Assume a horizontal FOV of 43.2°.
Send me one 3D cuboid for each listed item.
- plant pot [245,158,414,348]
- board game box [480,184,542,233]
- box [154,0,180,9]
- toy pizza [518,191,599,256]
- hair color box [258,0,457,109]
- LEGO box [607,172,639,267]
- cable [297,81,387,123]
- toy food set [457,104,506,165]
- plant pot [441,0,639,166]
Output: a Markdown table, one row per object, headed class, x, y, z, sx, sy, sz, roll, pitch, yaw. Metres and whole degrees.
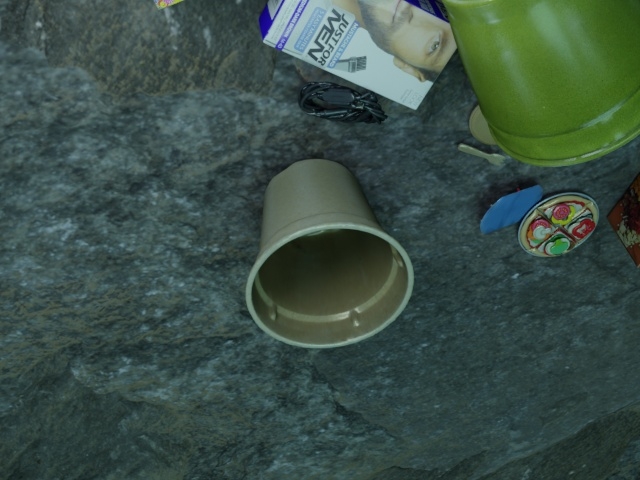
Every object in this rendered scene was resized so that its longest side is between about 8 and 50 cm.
| class | x | y | z | sx | sy | sz | roll | pitch | yaw |
| --- | --- | --- | --- | --- | --- | --- | --- | --- | --- |
| plant pot | 0.000 | 0.000 | 1.687 | 0.333 | 0.306 | 0.334 | -5 | 131 | -6 |
| board game box | 0.432 | -0.083 | 1.861 | 0.168 | 0.033 | 0.133 | -19 | 148 | -21 |
| box | -0.183 | -0.568 | 1.262 | 0.289 | 0.177 | 0.279 | -20 | 131 | 7 |
| toy pizza | 0.573 | -0.030 | 1.931 | 0.201 | 0.032 | 0.201 | -7 | 132 | -8 |
| hair color box | 0.077 | -0.397 | 1.496 | 0.338 | 0.110 | 0.185 | 18 | 124 | -25 |
| LEGO box | 0.992 | -0.083 | 1.856 | 0.499 | 0.193 | 0.373 | 12 | 127 | -18 |
| cable | 0.041 | -0.270 | 1.599 | 0.184 | 0.047 | 0.150 | 7 | 173 | 29 |
| toy food set | 0.380 | -0.256 | 1.717 | 0.132 | 0.039 | 0.192 | 18 | 130 | -14 |
| plant pot | 0.375 | -0.374 | 1.370 | 0.366 | 0.367 | 0.353 | -33 | 133 | 18 |
